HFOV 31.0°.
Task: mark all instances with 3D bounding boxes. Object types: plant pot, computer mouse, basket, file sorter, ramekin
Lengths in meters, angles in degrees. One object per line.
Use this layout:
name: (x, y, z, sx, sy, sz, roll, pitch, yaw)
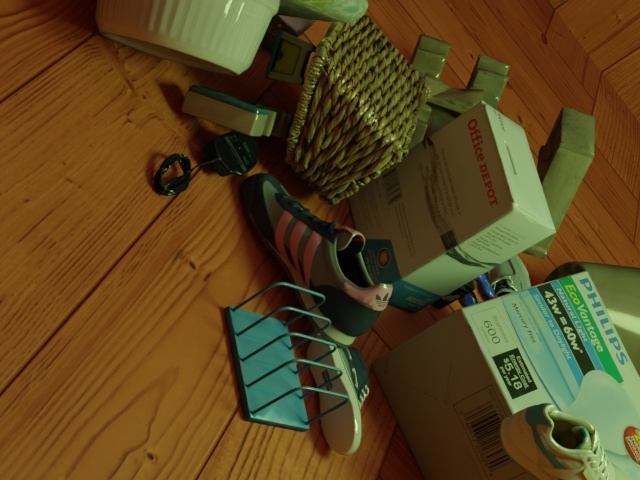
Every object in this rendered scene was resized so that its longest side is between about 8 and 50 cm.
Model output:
plant pot: (0.585, 0.174, 2.302, 0.280, 0.323, 0.323, 23, 42, -21)
plant pot: (-0.073, -0.403, 2.070, 0.109, 0.109, 0.096, 43, 45, -22)
computer mouse: (-0.173, -0.110, 1.726, 0.242, 0.041, 0.071, -28, 90, -53)
basket: (0.021, -0.229, 1.924, 0.223, 0.213, 0.299, 47, 31, -17)
file sorter: (-0.042, 0.158, 1.588, 0.118, 0.104, 0.170, 21, 45, -45)
ramekin: (-0.202, -0.330, 1.682, 0.273, 0.273, 0.127, 13, 94, -49)

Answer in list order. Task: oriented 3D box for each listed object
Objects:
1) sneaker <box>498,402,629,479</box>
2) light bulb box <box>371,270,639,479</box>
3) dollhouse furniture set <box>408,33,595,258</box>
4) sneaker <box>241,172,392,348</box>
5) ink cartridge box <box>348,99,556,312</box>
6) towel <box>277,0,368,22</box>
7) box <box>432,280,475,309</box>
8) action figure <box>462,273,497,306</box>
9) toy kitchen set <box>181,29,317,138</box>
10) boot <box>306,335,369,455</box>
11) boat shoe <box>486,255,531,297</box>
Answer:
sneaker: (0.358, 0.306, 1.602, 0.228, 0.092, 0.087, 33, 45, -21)
light bulb box: (0.333, 0.274, 1.839, 0.361, 0.225, 0.358, -12, 72, -45)
dollhouse furniture set: (0.308, -0.169, 2.288, 0.394, 0.256, 0.362, 19, 36, 1)
sneaker: (0.000, 0.000, 1.739, 0.112, 0.131, 0.319, 5, 47, -57)
ink cartridge box: (0.214, -0.051, 1.941, 0.129, 0.307, 0.223, 24, 44, -42)
towel: (-0.156, -0.432, 1.773, 0.320, 0.374, 0.090, 13, 94, -49)
box: (0.224, 0.073, 2.060, 0.052, 0.083, 0.062, 28, 41, -39)
action figure: (0.265, 0.022, 2.162, 0.280, 0.091, 0.139, 49, 38, -14)
toy kitchen set: (-0.106, -0.259, 1.824, 0.122, 0.166, 0.207, 20, 9, 13)
boot: (0.043, 0.227, 1.677, 0.086, 0.069, 0.190, 20, 44, -41)
boat shoe: (0.366, 0.105, 2.224, 0.081, 0.079, 0.227, 35, 37, -59)
